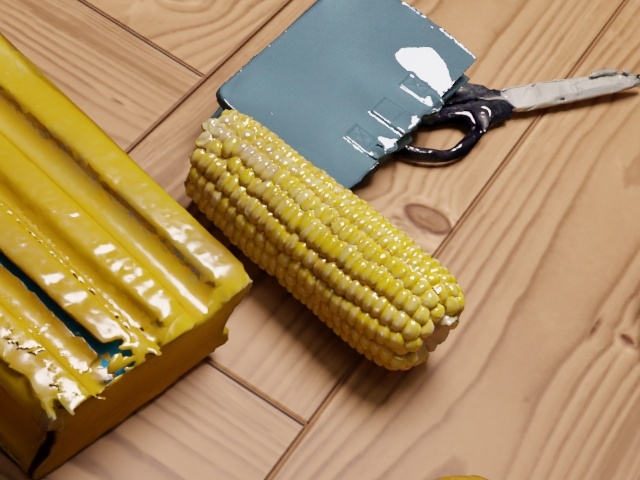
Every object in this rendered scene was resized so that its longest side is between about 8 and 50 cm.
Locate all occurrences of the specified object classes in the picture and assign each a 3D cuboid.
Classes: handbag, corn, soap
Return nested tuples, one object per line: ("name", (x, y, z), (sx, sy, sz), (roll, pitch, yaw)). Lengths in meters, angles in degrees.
("handbag", (0.020, -0.126, 1.298), (0.144, 0.057, 0.221), (38, 53, 13))
("corn", (0.000, 0.000, 1.167), (0.244, 0.093, 0.093), (41, 49, 18))
("soap", (-0.225, -0.004, 1.083), (0.324, 0.096, 0.204), (42, 50, 17))

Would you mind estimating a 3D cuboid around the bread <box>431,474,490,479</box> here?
("bread", (0.106, 0.268, 0.954), (0.174, 0.121, 0.245), (-22, 59, -33))

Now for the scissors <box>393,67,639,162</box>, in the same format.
("scissors", (0.176, -0.127, 1.389), (0.300, 0.022, 0.109), (-12, 53, -25))
